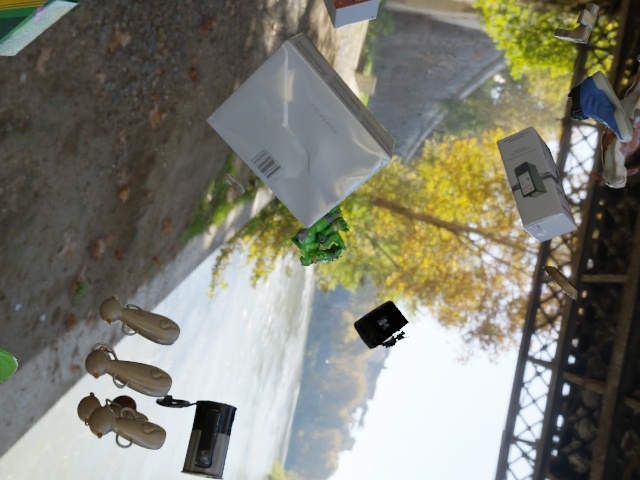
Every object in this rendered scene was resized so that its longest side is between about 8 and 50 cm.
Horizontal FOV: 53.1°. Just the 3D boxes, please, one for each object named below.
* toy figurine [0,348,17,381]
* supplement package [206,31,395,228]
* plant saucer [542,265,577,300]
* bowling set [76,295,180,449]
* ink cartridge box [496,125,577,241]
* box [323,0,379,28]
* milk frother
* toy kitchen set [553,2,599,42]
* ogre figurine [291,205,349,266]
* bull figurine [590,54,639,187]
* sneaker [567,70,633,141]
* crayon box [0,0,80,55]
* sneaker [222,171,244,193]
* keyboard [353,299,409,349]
[{"bbox_3d":[-0.387,0.211,0.639,0.130,0.173,0.159,50,20,-62],"label":"toy figurine"},{"bbox_3d":[-0.028,-0.196,1.144,0.204,0.262,0.145,-38,-169,22],"label":"supplement package"},{"bbox_3d":[0.440,0.073,1.162,0.015,0.083,0.083,-46,-172,17],"label":"plant saucer"},{"bbox_3d":[-0.368,0.268,1.132,0.200,0.154,0.287,-47,-150,30],"label":"bowling set"},{"bbox_3d":[0.614,-0.154,1.812,0.198,0.114,0.273,20,53,-55],"label":"ink cartridge box"},{"bbox_3d":[0.074,-0.696,1.775,0.091,0.130,0.171,98,-26,-73],"label":"box"},{"bbox_3d":[-0.243,0.367,1.204,0.129,0.143,0.135,69,27,-61],"label":"milk frother"},{"bbox_3d":[0.596,-0.519,1.506,0.068,0.075,0.083,3,108,-46],"label":"toy kitchen set"},{"bbox_3d":[0.000,0.000,1.523,0.097,0.118,0.197,58,-16,11],"label":"ogre figurine"},{"bbox_3d":[0.725,-0.275,1.496,0.310,0.101,0.188,-60,152,-17],"label":"bull figurine"},{"bbox_3d":[0.527,-0.239,1.219,0.058,0.084,0.152,3,62,-50],"label":"sneaker"},{"bbox_3d":[-0.546,-0.469,1.051,0.279,0.165,0.081,59,17,-5],"label":"crayon box"},{"bbox_3d":[-0.261,-0.178,1.953,0.032,0.083,0.037,-33,-154,25],"label":"sneaker"},{"bbox_3d":[0.141,0.207,1.472,0.038,0.100,0.192,-45,166,33],"label":"keyboard"}]
